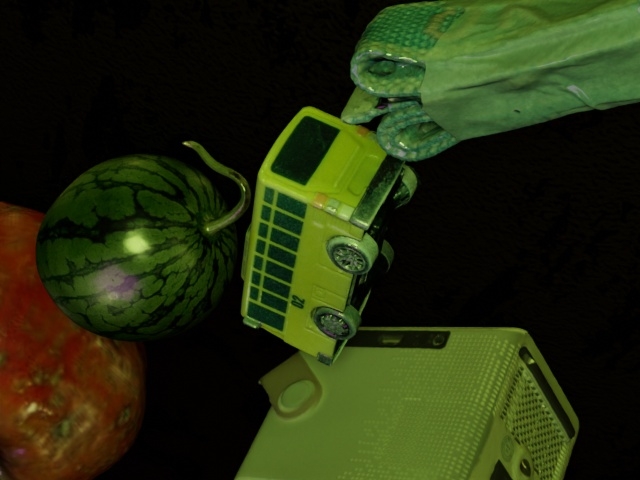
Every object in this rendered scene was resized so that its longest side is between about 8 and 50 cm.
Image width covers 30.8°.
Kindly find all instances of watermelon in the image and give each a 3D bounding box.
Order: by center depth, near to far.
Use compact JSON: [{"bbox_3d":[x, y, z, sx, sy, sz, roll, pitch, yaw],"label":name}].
[{"bbox_3d":[-0.120,0.001,0.844,0.187,0.141,0.141,-17,126,38],"label":"watermelon"}]

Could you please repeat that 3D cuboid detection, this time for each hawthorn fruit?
[{"bbox_3d":[-0.272,0.095,0.986,0.258,0.258,0.262,1,105,33],"label":"hawthorn fruit"}]

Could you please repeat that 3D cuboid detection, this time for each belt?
[{"bbox_3d":[0.136,-0.108,0.593,0.302,0.072,0.087,-10,135,39],"label":"belt"}]

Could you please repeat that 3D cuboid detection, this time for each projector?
[{"bbox_3d":[0.058,0.173,0.911,0.242,0.177,0.163,-2,134,37],"label":"projector"}]

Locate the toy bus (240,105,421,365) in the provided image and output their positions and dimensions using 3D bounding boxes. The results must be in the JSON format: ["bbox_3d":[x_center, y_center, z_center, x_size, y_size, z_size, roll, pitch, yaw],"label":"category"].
[{"bbox_3d":[0.000,0.000,0.809,0.101,0.088,0.175,23,143,8],"label":"toy bus"}]
